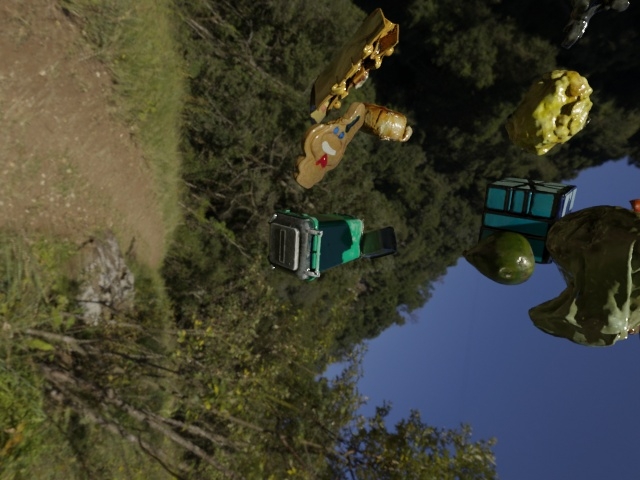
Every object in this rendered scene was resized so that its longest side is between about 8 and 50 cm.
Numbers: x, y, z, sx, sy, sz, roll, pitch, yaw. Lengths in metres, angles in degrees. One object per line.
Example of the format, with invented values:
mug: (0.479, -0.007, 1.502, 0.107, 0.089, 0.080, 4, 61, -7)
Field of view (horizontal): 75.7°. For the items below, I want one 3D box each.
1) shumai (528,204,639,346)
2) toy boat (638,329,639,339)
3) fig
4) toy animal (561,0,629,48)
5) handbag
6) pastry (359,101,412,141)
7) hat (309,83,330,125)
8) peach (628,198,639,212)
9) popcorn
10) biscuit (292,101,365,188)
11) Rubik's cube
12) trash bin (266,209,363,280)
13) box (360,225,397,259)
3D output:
shumai: (0.646, 0.106, 0.930, 0.288, 0.292, 0.330, -42, -173, -18)
toy boat: (1.145, 0.259, 1.375, 0.128, 0.143, 0.309, 19, -124, 36)
fig: (0.612, 0.067, 1.433, 0.244, 0.196, 0.195, -8, -144, 36)
toy animal: (0.591, -0.520, 0.845, 0.245, 0.114, 0.146, -51, -171, 50)
handbag: (0.137, -0.689, 1.625, 0.401, 0.133, 0.283, -39, -154, 33)
pastry: (0.220, -0.425, 1.477, 0.218, 0.228, 0.101, -32, 141, -58)
hat: (0.011, -0.600, 1.842, 0.193, 0.082, 0.193, 4, 90, -80)
peach: (1.070, -0.096, 1.367, 0.061, 0.098, 0.098, -25, -157, 37)
popcorn: (0.788, -0.444, 1.435, 0.287, 0.215, 0.252, -55, -156, 25)
biscuit: (0.030, -0.302, 1.269, 0.320, 0.047, 0.184, -45, 148, -16)
Rubik's cube: (0.822, -0.089, 1.645, 0.293, 0.288, 0.284, -21, 119, -45)
trash bin: (0.000, 0.000, 1.703, 0.380, 0.294, 0.260, -11, 109, -44)
box: (0.240, 0.012, 1.796, 0.172, 0.092, 0.124, -21, -106, 48)
